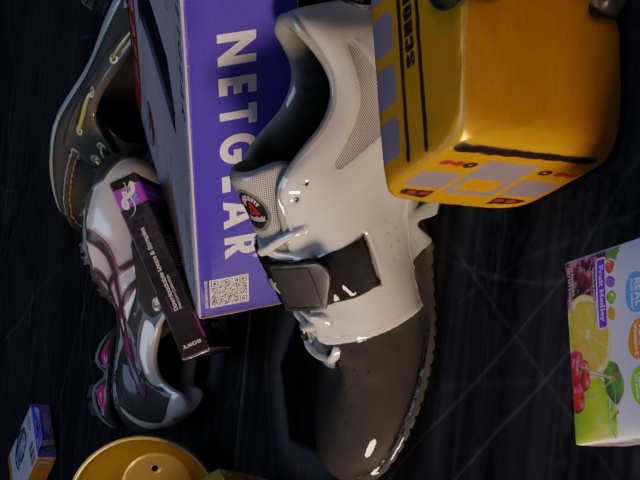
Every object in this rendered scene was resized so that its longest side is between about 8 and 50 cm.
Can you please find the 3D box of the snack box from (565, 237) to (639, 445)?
[{"bbox_3d":[0.177,0.046,0.711,0.141,0.037,0.100,-25,64,61],"label":"snack box"}]

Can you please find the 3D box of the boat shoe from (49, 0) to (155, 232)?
[{"bbox_3d":[-0.198,-0.123,1.445,0.305,0.109,0.091,-65,27,29],"label":"boat shoe"}]

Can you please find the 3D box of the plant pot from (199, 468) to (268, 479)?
[{"bbox_3d":[-0.071,0.232,1.152,0.083,0.082,0.081,-66,29,13],"label":"plant pot"}]

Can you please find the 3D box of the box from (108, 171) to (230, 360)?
[{"bbox_3d":[-0.128,0.025,1.234,0.116,0.029,0.162,37,-151,-83],"label":"box"}]

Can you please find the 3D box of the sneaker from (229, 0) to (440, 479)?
[{"bbox_3d":[0.000,0.000,0.972,0.122,0.146,0.330,9,95,63],"label":"sneaker"}]

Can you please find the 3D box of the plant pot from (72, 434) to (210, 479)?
[{"bbox_3d":[-0.153,0.232,1.284,0.095,0.134,0.134,-85,1,-86],"label":"plant pot"}]

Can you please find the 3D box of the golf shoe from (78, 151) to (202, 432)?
[{"bbox_3d":[-0.155,0.044,1.363,0.120,0.105,0.272,-15,77,47],"label":"golf shoe"}]

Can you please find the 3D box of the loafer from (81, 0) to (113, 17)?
[{"bbox_3d":[-0.278,-0.336,1.676,0.096,0.084,0.267,-68,30,31],"label":"loafer"}]

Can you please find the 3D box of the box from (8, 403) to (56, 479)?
[{"bbox_3d":[-0.361,0.269,1.805,0.136,0.028,0.081,-58,36,39],"label":"box"}]

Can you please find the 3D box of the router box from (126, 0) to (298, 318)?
[{"bbox_3d":[-0.095,-0.161,1.143,0.335,0.082,0.301,92,164,-45],"label":"router box"}]

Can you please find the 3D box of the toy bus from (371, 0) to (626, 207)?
[{"bbox_3d":[0.095,-0.197,0.850,0.130,0.108,0.332,146,124,-60],"label":"toy bus"}]
